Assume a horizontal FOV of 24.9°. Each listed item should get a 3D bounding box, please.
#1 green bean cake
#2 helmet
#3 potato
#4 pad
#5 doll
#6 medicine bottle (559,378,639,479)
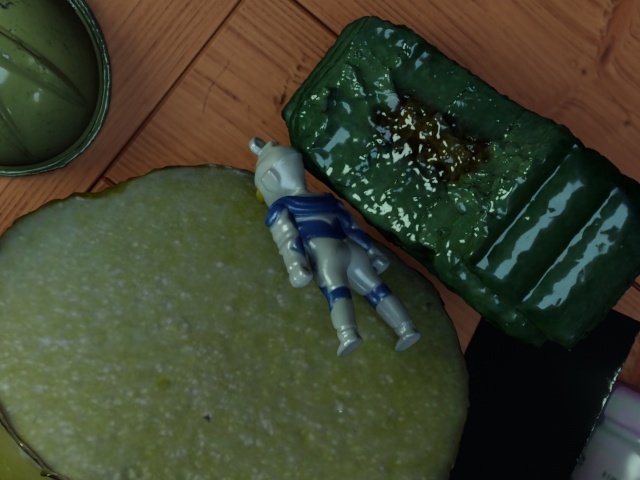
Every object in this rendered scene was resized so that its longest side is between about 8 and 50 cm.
[{"bbox_3d":[0.121,-0.056,1.309,0.308,0.300,0.169,40,89,-12],"label":"green bean cake"},{"bbox_3d":[-0.306,-0.170,1.310,0.257,0.137,0.204,42,89,-11],"label":"helmet"},{"bbox_3d":[-0.124,0.165,1.315,0.442,0.319,0.385,26,49,-5],"label":"potato"},{"bbox_3d":[0.198,0.160,1.435,0.006,0.170,0.245,21,93,-52],"label":"pad"},{"bbox_3d":[0.000,0.000,1.255,0.114,0.057,0.227,-6,59,-44],"label":"doll"},{"bbox_3d":[0.303,0.319,1.430,0.212,0.212,0.325,24,93,-11],"label":"medicine bottle"}]
